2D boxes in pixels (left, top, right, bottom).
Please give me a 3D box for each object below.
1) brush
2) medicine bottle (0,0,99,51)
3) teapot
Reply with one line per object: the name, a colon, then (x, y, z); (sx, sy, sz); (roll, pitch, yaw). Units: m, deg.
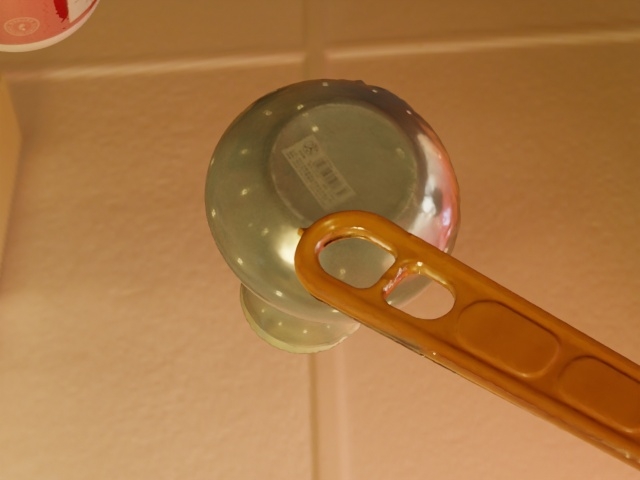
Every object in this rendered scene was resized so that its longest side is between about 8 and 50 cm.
brush: (0.116, 0.066, 0.462); (0.314, 0.017, 0.090); (29, -122, 25)
medicine bottle: (-0.203, -0.229, 0.887); (0.131, 0.250, 0.131); (2, -112, -6)
teapot: (0.000, 0.000, 1.062); (0.183, 0.251, 0.183); (3, -114, -7)
